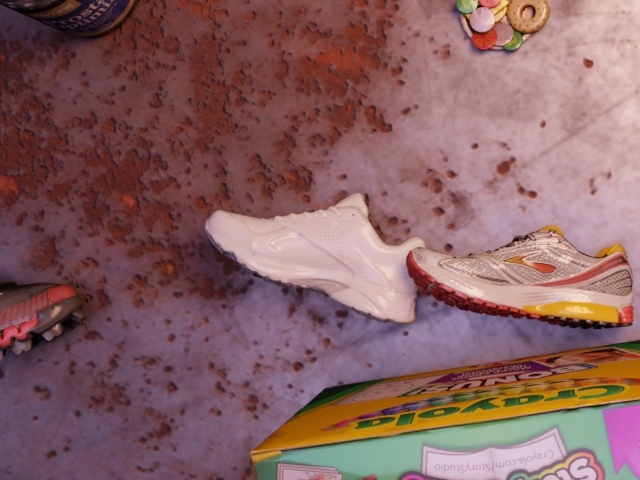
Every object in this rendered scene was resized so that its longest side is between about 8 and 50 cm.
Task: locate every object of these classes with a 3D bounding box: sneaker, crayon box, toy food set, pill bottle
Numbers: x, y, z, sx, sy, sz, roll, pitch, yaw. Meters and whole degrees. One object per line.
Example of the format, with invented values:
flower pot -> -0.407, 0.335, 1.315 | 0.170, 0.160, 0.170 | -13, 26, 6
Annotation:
sneaker -> 0.000, 0.000, 1.126 | 0.232, 0.090, 0.115 | 19, 88, 1
sneaker -> 0.193, 0.030, 1.079 | 0.225, 0.088, 0.092 | 8, 82, -7
crayon box -> 0.155, 0.173, 0.973 | 0.363, 0.313, 0.106 | -10, 89, 11
toy food set -> 0.180, -0.230, 1.113 | 0.083, 0.020, 0.083 | -38, 84, 9
sneaker -> -0.389, 0.072, 1.188 | 0.276, 0.097, 0.135 | -13, 90, 12
pill bottle -> -0.269, -0.278, 1.099 | 0.123, 0.219, 0.122 | 0, 91, 11
